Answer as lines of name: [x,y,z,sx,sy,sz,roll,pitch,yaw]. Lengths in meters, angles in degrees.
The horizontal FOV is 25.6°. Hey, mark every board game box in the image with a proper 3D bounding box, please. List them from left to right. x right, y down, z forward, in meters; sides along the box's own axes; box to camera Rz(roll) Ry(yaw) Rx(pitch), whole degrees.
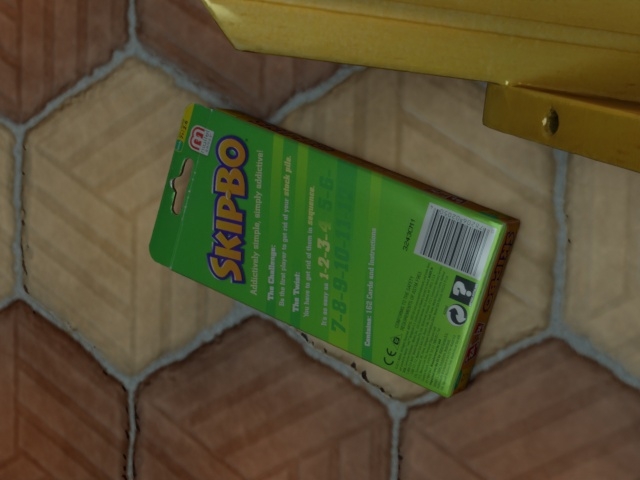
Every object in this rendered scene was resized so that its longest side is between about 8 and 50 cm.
board game box: [0.000,0.000,0.972,0.259,0.039,0.124,22,104,24]

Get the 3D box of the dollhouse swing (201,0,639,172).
dollhouse swing: [0.120,-0.219,0.709,0.315,0.304,0.347,-148,65,-67]
